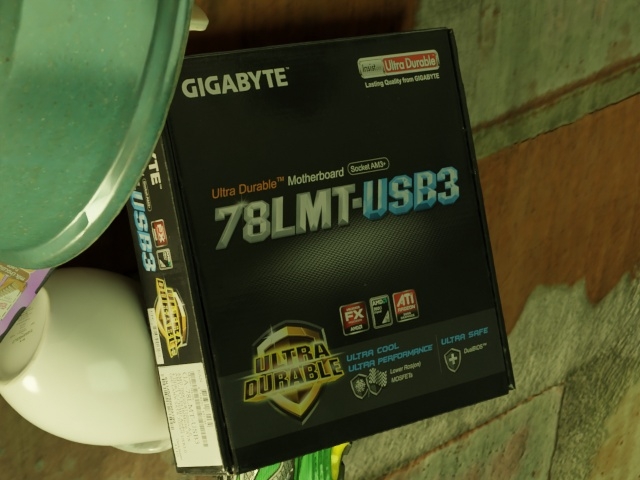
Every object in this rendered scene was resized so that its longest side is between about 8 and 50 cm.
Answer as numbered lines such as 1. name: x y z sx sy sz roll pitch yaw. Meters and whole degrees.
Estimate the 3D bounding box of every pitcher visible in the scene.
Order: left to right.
1. pitcher: -0.155 0.106 1.378 0.207 0.125 0.178 22 140 -37

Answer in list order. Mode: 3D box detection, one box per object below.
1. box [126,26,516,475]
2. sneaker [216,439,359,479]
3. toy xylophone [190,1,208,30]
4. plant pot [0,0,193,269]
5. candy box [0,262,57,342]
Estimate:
1. box: 0.000 0.000 1.362 0.295 0.073 0.293 -10 92 -40
2. sneaker: -0.055 0.162 1.541 0.146 0.134 0.343 9 119 -22
3. toy xylophone: -0.079 -0.281 1.131 0.236 0.081 0.322 -17 136 -58
4. plant pot: -0.285 -0.155 0.894 0.334 0.341 0.341 1 120 -36
5. candy box: -0.294 0.044 1.229 0.196 0.070 0.165 -52 142 1
